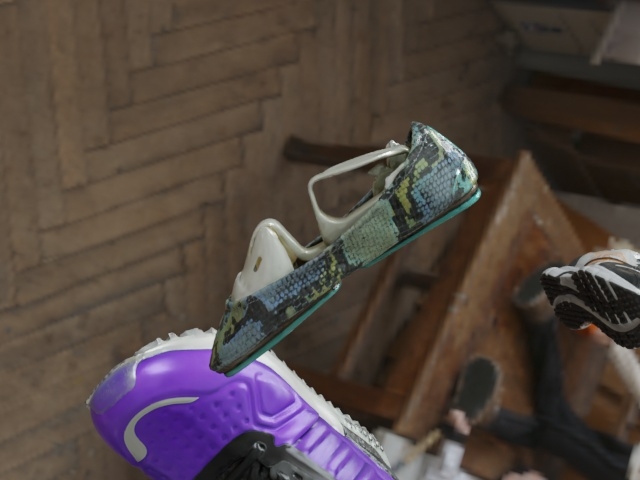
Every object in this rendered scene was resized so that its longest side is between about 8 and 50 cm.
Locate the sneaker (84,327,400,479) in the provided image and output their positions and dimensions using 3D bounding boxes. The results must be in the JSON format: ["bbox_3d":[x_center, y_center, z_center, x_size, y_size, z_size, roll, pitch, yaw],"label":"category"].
[{"bbox_3d":[-0.022,0.165,0.961,0.102,0.146,0.293,-43,134,14],"label":"sneaker"}]

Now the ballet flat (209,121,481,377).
[{"bbox_3d":[0.000,0.000,0.829,0.188,0.070,0.070,-37,134,3],"label":"ballet flat"}]

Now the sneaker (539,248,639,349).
[{"bbox_3d":[0.136,0.020,0.666,0.044,0.109,0.040,-27,100,-8],"label":"sneaker"}]
